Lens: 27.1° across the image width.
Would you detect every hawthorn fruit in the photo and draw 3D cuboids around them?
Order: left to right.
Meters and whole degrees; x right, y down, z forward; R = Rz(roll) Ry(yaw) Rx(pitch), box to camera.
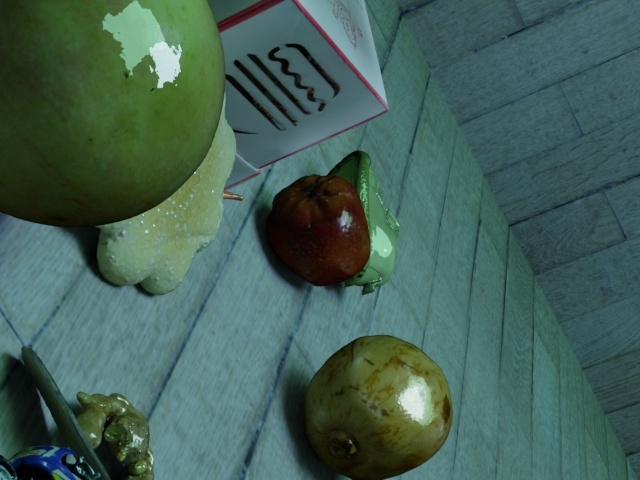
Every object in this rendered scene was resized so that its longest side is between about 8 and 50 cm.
[{"bbox_3d":[-0.004,-0.013,2.072,0.179,0.173,0.173,88,-11,-65],"label":"hawthorn fruit"}]

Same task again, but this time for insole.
[{"bbox_3d":[-0.231,0.202,1.276,0.248,0.011,0.081,52,-26,28],"label":"insole"}]

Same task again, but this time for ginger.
[{"bbox_3d":[-0.198,0.246,1.387,0.176,0.052,0.193,-83,150,-52],"label":"ginger"}]

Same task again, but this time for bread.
[{"bbox_3d":[-0.187,-0.085,1.606,0.316,0.054,0.316,9,90,-66],"label":"bread"}]

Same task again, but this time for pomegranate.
[{"bbox_3d":[0.080,0.249,1.891,0.215,0.215,0.215,53,24,-36],"label":"pomegranate"}]

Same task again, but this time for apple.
[{"bbox_3d":[-0.248,-0.158,1.325,0.277,0.319,0.319,56,22,-32],"label":"apple"}]

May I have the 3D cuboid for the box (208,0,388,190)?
[{"bbox_3d":[-0.118,-0.306,1.846,0.314,0.300,0.312,42,31,-51],"label":"box"}]

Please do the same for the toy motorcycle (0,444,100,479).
[{"bbox_3d":[-0.227,0.291,1.192,0.169,0.113,0.315,-97,167,-60],"label":"toy motorcycle"}]

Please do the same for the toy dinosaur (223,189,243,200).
[{"bbox_3d":[-0.189,-0.061,1.770,0.101,0.055,0.279,62,19,13],"label":"toy dinosaur"}]

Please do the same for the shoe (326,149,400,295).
[{"bbox_3d":[0.057,-0.024,2.272,0.128,0.140,0.262,37,39,-39],"label":"shoe"}]
